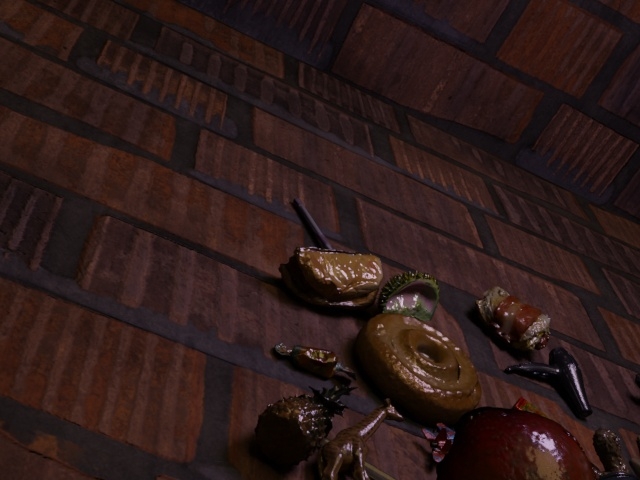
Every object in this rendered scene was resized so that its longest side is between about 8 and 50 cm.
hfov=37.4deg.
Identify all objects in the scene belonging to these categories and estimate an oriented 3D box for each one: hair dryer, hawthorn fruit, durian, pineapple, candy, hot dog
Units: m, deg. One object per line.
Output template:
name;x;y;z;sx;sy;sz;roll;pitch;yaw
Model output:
hair dryer;0.543;0.336;2.290;0.219;0.075;0.195;9;40;-20
hawthorn fruit;0.328;0.426;1.602;0.316;0.316;0.316;25;25;-13
durian;0.188;0.126;2.173;0.095;0.137;0.220;21;9;34
pineapple;-0.024;0.306;1.650;0.125;0.125;0.251;37;20;13
candy;-0.003;0.237;1.862;0.182;0.046;0.053;21;24;-14
candy;0.476;0.404;2.091;0.122;0.038;0.062;37;25;13
hot dog;0.485;0.209;2.406;0.146;0.103;0.213;-26;48;-37

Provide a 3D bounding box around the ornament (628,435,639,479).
ornament;0.809;0.532;2.193;0.230;0.061;0.245;27;21;-3

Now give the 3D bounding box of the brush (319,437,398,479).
brush;0.080;0.408;1.662;0.190;0.028;0.034;29;35;14

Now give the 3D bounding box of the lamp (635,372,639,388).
lamp;0.926;0.426;2.488;0.250;0.101;0.101;36;22;-17

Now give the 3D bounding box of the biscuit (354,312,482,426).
biscuit;0.213;0.261;1.999;0.296;0.102;0.296;27;24;-13

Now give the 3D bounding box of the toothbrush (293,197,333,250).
toothbrush;0.000;0.000;2.340;0.024;0.029;0.354;15;27;-35

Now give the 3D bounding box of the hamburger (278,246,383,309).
hamburger;0.037;0.096;2.106;0.262;0.124;0.131;5;53;-35

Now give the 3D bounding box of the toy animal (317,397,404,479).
toy animal;0.069;0.368;1.644;0.149;0.054;0.275;17;34;-3

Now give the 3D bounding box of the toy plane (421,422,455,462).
toy plane;0.286;0.414;1.839;0.189;0.061;0.130;22;25;-27

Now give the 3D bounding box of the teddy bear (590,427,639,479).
teddy bear;0.610;0.509;1.951;0.129;0.182;0.251;59;4;-37
